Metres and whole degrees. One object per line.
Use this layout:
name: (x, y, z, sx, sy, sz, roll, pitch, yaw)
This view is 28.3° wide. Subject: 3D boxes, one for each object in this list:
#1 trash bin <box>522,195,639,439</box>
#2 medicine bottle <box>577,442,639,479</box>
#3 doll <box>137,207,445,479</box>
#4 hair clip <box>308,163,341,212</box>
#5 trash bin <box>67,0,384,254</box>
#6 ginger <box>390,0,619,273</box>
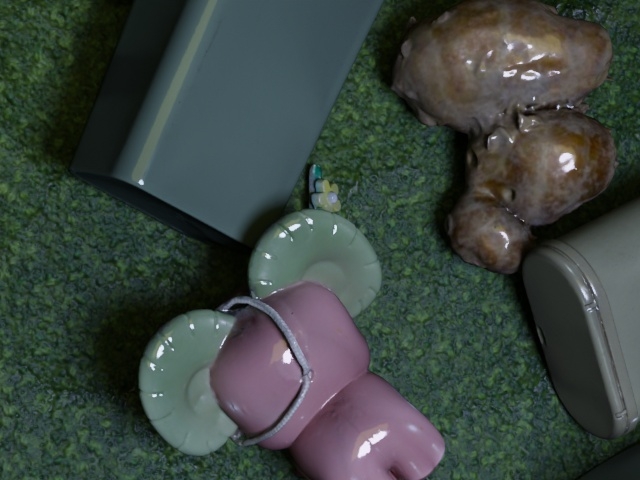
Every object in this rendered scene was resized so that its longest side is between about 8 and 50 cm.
trash bin: (0.370, 0.066, 1.409, 0.247, 0.121, 0.243, -26, 114, -18)
medicine bottle: (0.398, 0.342, 1.328, 0.252, 0.252, 0.241, -28, 89, -15)
doll: (-0.023, 0.129, 1.276, 0.284, 0.216, 0.268, -45, 124, -10)
hair clip: (0.001, 0.000, 1.408, 0.049, 0.049, 0.173, 8, 79, -11)
trash bin: (-0.097, -0.181, 1.327, 0.223, 0.158, 0.343, 29, 80, -39)
ginger: (0.216, -0.121, 1.409, 0.244, 0.155, 0.304, -14, 89, 4)
